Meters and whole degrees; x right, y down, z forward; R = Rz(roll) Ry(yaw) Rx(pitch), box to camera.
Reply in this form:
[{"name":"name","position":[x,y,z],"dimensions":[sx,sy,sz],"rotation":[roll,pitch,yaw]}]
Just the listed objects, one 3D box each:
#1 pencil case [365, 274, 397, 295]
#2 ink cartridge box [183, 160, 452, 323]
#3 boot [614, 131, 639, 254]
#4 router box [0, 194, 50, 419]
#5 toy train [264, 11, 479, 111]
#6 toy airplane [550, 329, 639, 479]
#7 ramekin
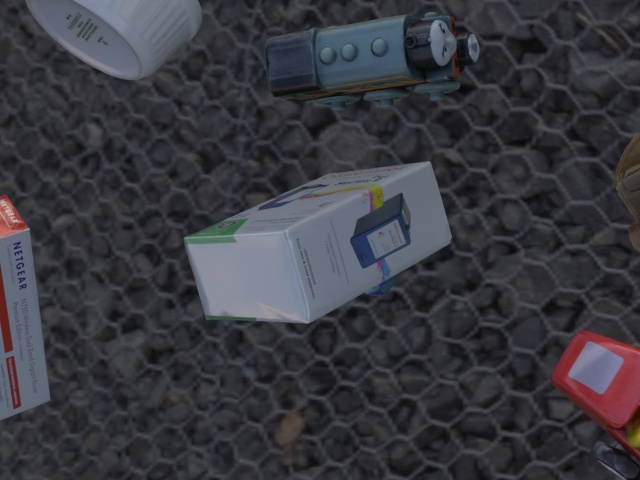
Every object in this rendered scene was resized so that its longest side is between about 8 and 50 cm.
[{"name":"pencil case","position":[0.080,0.018,1.693],"dimensions":[0.070,0.152,0.064],"rotation":[-4,60,-6]},{"name":"ink cartridge box","position":[0.000,0.000,1.193],"dimensions":[0.154,0.212,0.093],"rotation":[-3,106,47]},{"name":"boot","position":[0.392,-0.020,1.328],"dimensions":[0.073,0.152,0.197],"rotation":[-25,41,41]},{"name":"router box","position":[-0.524,0.133,1.619],"dimensions":[0.082,0.301,0.335],"rotation":[47,146,38]},{"name":"toy train","position":[0.074,-0.281,1.914],"dimensions":[0.334,0.190,0.142],"rotation":[-3,90,28]},{"name":"toy airplane","position":[0.430,0.229,1.136],"dimensions":[0.384,0.272,0.386],"rotation":[-14,69,14]},{"name":"ramekin","position":[-0.325,-0.359,1.866],"dimensions":[0.273,0.273,0.127],"rotation":[17,68,37]}]
